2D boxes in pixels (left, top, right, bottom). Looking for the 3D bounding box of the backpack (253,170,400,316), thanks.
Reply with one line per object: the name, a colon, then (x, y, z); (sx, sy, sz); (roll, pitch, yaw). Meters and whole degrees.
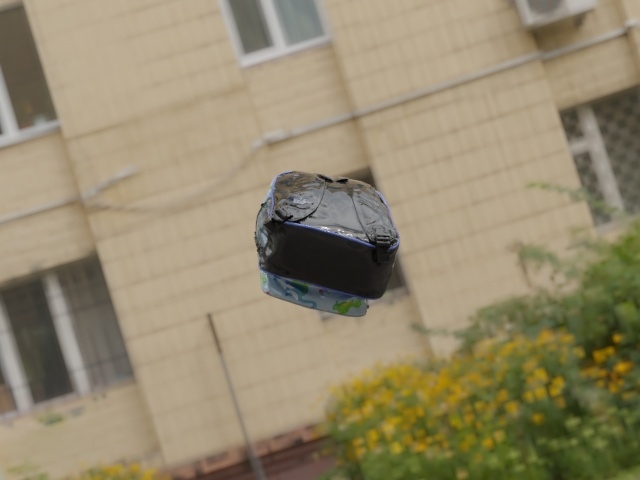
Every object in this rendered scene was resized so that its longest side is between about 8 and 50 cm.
backpack: (0.000, 0.000, 1.140); (0.105, 0.084, 0.114); (13, 26, -9)
